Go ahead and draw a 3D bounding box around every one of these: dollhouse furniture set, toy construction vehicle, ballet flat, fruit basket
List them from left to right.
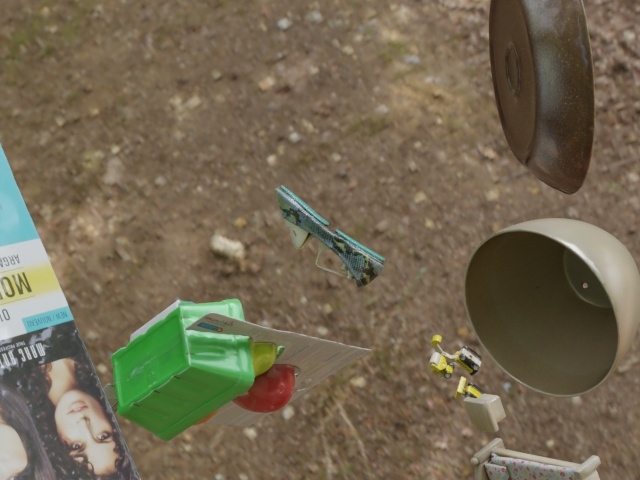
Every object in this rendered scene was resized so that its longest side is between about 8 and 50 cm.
[{"bbox_3d":[-0.147,0.210,1.985,0.327,0.353,0.165,-36,60,35],"label":"fruit basket"},{"bbox_3d":[0.000,0.000,1.708,0.188,0.070,0.070,36,70,5],"label":"ballet flat"},{"bbox_3d":[0.192,0.187,1.741,0.035,0.098,0.086,-46,14,39],"label":"toy construction vehicle"},{"bbox_3d":[0.300,0.399,1.571,0.174,0.356,0.303,-29,14,-31],"label":"dollhouse furniture set"}]

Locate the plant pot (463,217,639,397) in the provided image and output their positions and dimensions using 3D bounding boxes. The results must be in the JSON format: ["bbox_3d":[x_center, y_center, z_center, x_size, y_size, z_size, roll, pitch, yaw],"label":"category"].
[{"bbox_3d":[0.397,0.079,1.942,0.284,0.284,0.191,18,35,39],"label":"plant pot"}]

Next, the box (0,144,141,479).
[{"bbox_3d":[-0.193,0.045,0.659,0.060,0.100,0.244,-33,79,43],"label":"box"}]

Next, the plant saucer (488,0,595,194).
[{"bbox_3d":[0.160,-0.131,0.924,0.036,0.199,0.199,-7,45,-3],"label":"plant saucer"}]
